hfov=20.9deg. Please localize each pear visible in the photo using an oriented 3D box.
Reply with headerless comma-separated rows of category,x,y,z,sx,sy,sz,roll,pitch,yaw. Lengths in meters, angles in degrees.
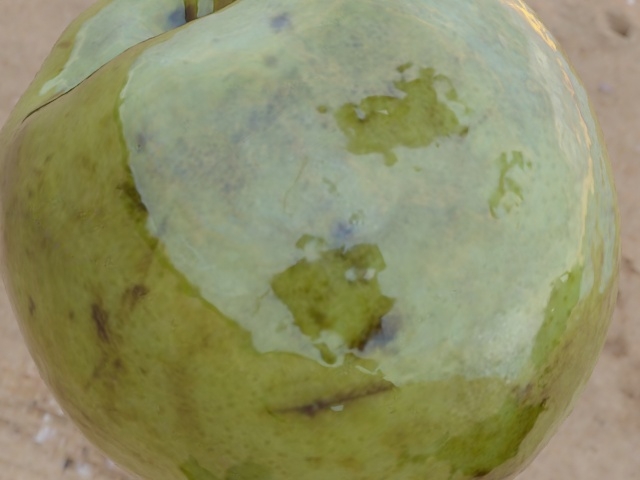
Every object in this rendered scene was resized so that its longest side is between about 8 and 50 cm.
pear,0.000,0.000,0.830,0.304,0.304,0.304,16,36,-12
